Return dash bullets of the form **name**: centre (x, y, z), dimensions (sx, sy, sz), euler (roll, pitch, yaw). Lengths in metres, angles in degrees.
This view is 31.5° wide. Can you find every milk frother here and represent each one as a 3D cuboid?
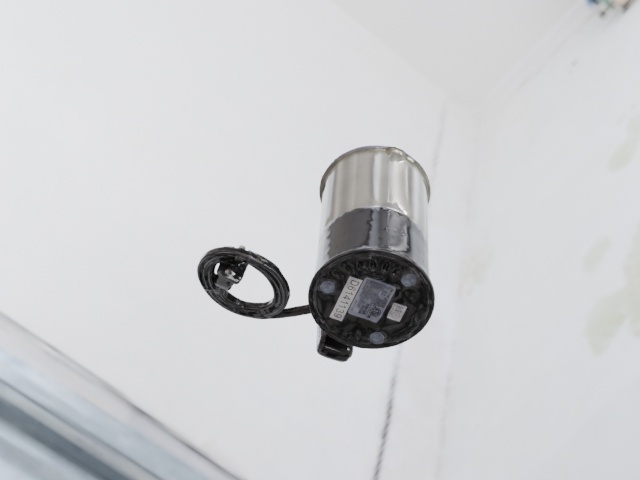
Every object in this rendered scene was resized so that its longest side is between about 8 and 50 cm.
- **milk frother**: centre (0.000, 0.000, 0.796), dimensions (0.129, 0.143, 0.135), euler (-45, -159, 28)
